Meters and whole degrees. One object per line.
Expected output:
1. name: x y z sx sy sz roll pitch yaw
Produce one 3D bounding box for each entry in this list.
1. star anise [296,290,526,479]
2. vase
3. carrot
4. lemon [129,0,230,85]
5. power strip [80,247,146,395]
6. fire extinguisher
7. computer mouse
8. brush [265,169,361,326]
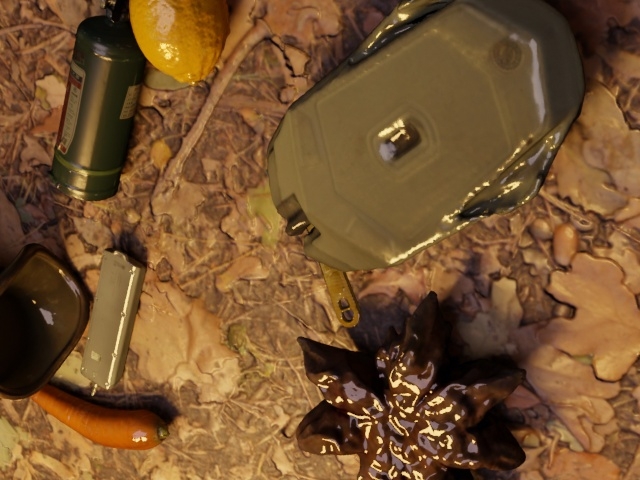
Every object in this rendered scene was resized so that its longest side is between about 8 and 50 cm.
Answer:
1. star anise: 0.102 0.194 1.293 0.315 0.108 0.315 12 118 24
2. vase: -0.507 0.169 1.502 0.302 0.329 0.241 -5 146 28
3. carrot: -0.330 0.259 1.594 0.271 0.062 0.066 7 146 31
4. lemon: -0.160 -0.251 1.252 0.114 0.114 0.155 8 120 26
5. power strip: -0.292 0.117 1.529 0.060 0.027 0.253 27 121 16
6. fire extinguisher: -0.267 -0.196 1.347 0.093 0.118 0.294 11 121 -13
7. computer mouse: 0.110 -0.116 1.143 0.429 0.145 0.228 -33 91 43
8. brush: 0.000 0.000 1.293 0.082 0.010 0.218 -26 79 35
